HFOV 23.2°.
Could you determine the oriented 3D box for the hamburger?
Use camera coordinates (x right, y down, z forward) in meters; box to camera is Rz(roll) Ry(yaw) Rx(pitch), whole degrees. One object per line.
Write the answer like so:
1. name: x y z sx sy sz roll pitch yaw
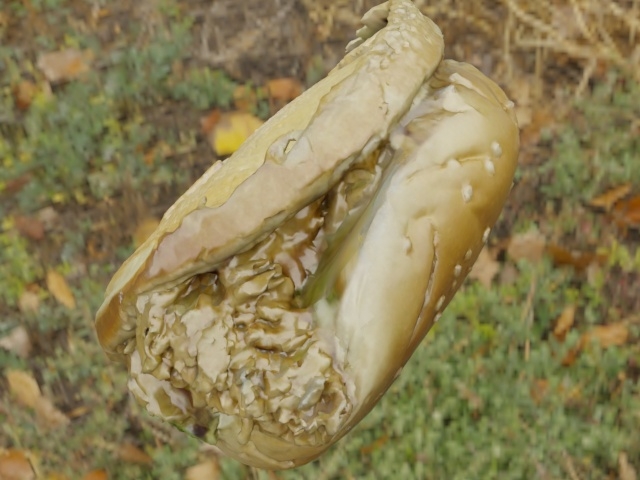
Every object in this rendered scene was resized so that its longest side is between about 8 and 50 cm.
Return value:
1. hamburger: 0.000 0.000 0.802 0.146 0.243 0.286 39 20 -4
